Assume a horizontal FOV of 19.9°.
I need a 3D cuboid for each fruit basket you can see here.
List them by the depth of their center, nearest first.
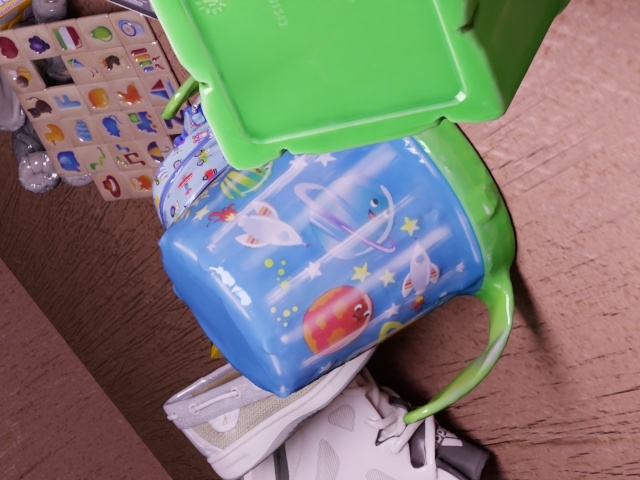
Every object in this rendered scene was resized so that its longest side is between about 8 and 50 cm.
[{"bbox_3d":[-0.020,-0.270,1.062,0.392,0.283,0.392,-11,-90,-73],"label":"fruit basket"}]

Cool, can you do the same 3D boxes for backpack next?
[{"bbox_3d":[-0.082,-0.058,1.670,0.117,0.173,0.158,43,162,26],"label":"backpack"}]

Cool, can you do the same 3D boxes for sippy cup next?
[{"bbox_3d":[0.000,0.000,1.488,0.305,0.224,0.240,40,159,36],"label":"sippy cup"}]

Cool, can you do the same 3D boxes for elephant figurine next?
[{"bbox_3d":[-0.312,-0.189,2.103,0.169,0.186,0.239,-61,-46,-62],"label":"elephant figurine"}]

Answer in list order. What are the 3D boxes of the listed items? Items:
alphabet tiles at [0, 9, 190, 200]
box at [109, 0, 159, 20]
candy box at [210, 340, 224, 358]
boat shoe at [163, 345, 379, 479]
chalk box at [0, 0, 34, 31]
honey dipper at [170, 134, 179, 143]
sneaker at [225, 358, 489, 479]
[{"bbox_3d":[-0.230,-0.139,1.971,0.198,0.009,0.237,-5,129,26],"label":"alphabet tiles"},{"bbox_3d":[-0.099,-0.245,1.400,0.270,0.060,0.216,23,151,24],"label":"box"},{"bbox_3d":[-0.110,0.017,1.968,0.105,0.027,0.206,129,136,-70],"label":"candy box"},{"bbox_3d":[-0.024,0.102,1.700,0.103,0.118,0.320,42,125,-4],"label":"boat shoe"},{"bbox_3d":[-0.420,-0.324,2.081,0.213,0.132,0.132,51,163,2],"label":"chalk box"},{"bbox_3d":[-0.154,-0.079,2.068,0.030,0.030,0.161,30,155,51],"label":"honey dipper"},{"bbox_3d":[0.045,0.150,1.864,0.169,0.257,0.447,-68,-23,-67],"label":"sneaker"}]
